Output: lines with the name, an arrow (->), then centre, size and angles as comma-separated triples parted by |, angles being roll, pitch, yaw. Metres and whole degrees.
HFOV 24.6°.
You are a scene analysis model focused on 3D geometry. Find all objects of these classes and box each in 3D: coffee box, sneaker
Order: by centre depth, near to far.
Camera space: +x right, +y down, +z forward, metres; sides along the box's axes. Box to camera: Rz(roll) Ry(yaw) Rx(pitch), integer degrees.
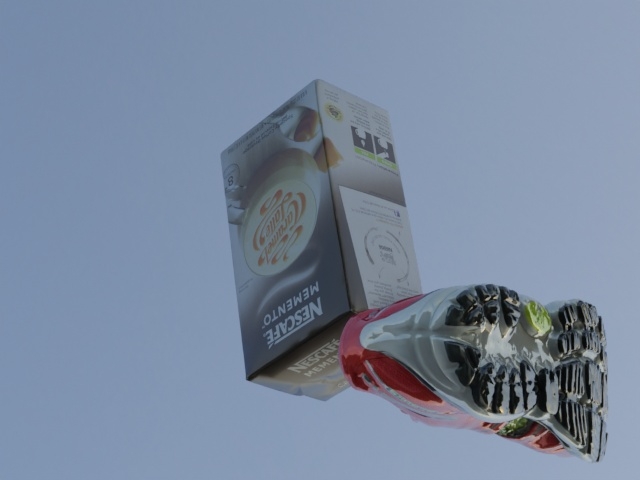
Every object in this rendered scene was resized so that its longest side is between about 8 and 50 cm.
sneaker -> 0.109, 0.085, 0.975 | 0.118, 0.107, 0.279 | -7, -21, 33
coffee box -> 0.000, 0.000, 1.317 | 0.098, 0.246, 0.141 | 21, -43, -38
